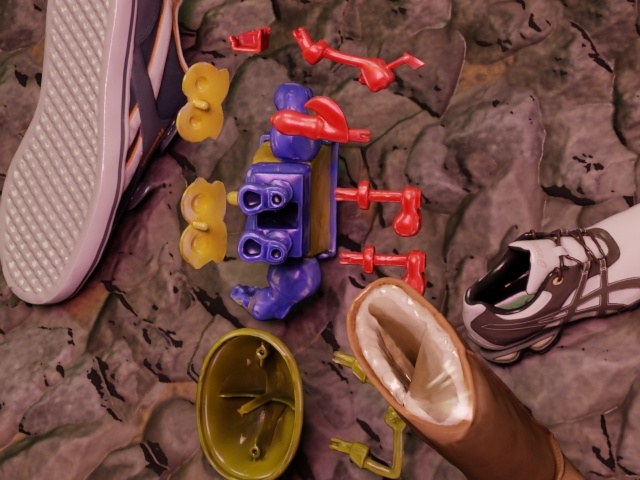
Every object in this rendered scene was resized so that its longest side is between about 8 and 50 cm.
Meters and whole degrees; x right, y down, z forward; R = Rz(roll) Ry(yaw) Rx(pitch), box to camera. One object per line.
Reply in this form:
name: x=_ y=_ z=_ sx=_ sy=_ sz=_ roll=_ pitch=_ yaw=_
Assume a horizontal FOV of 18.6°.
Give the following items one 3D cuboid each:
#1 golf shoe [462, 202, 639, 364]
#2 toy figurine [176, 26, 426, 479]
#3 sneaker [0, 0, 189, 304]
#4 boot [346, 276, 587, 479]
golf shoe: x=0.200 y=0.023 z=1.529 sx=0.198 sy=0.094 sz=0.077 roll=-34 pitch=55 yaw=1
toy figurine: x=0.000 y=0.000 z=1.598 sx=0.191 sy=0.217 sz=0.362 roll=1 pitch=100 yaw=8
sneaker: x=-0.191 y=-0.096 z=1.749 sx=0.126 sy=0.127 sz=0.321 roll=18 pitch=97 yaw=35
boot: x=0.135 y=0.166 z=1.373 sx=0.089 sy=0.269 sz=0.236 roll=-43 pitch=56 yaw=-1
